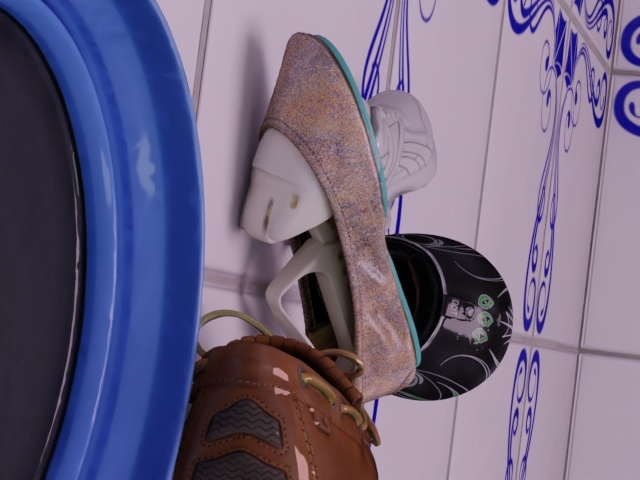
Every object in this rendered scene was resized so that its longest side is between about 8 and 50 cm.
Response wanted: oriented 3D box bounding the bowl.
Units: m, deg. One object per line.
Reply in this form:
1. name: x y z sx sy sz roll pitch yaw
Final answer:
1. bowl: -0.162 0.044 0.883 0.391 0.077 0.391 6 90 -73

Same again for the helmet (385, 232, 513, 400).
1. helmet: 0.095 0.071 1.629 0.161 0.169 0.169 23 73 -55

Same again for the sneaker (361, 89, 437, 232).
1. sneaker: 0.040 -0.085 1.495 0.232 0.090 0.115 -61 148 -55

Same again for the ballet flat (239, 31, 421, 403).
1. ballet flat: 0.000 0.000 1.346 0.106 0.107 0.316 -28 118 -22

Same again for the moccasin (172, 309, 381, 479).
1. moccasin: -0.032 0.122 1.220 0.380 0.139 0.147 34 61 -77

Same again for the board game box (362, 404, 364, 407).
1. board game box: -0.003 0.255 1.552 0.211 0.039 0.160 -60 152 -51
